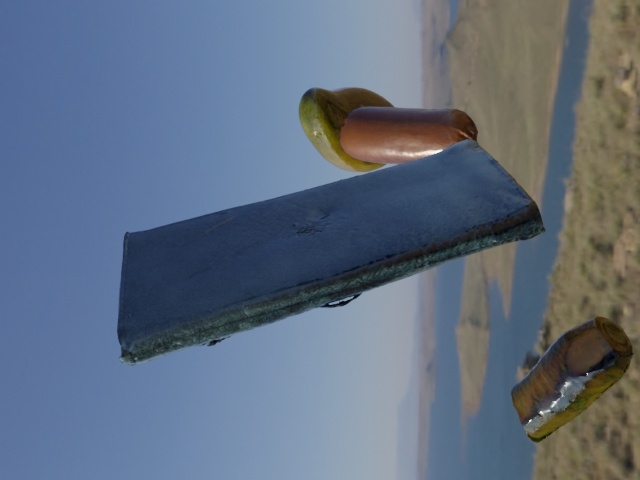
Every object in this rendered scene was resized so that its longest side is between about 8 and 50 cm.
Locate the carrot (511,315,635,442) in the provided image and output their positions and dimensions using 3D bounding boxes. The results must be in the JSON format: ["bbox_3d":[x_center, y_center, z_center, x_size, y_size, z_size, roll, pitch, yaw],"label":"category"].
[{"bbox_3d":[0.285,0.160,0.952,0.173,0.082,0.082,-53,15,34],"label":"carrot"}]

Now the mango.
[{"bbox_3d":[0.046,-0.173,1.256,0.227,0.099,0.136,6,-105,-53],"label":"mango"}]

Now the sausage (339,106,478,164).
[{"bbox_3d":[0.117,-0.138,1.089,0.076,0.197,0.076,-15,-71,-54],"label":"sausage"}]

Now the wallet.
[{"bbox_3d":[0.000,0.000,0.760,0.191,0.379,0.046,-109,3,-59],"label":"wallet"}]
